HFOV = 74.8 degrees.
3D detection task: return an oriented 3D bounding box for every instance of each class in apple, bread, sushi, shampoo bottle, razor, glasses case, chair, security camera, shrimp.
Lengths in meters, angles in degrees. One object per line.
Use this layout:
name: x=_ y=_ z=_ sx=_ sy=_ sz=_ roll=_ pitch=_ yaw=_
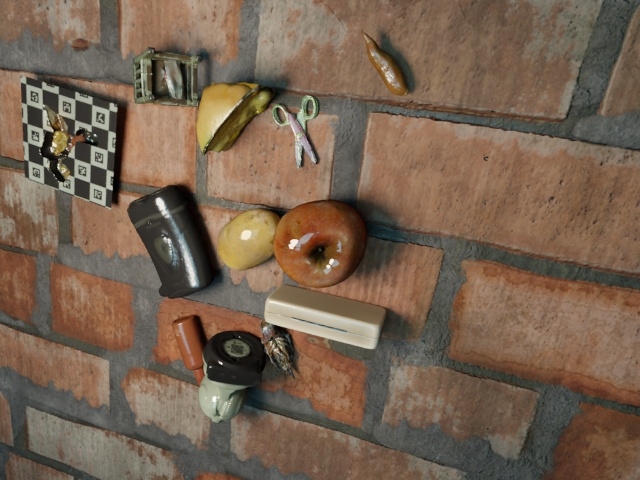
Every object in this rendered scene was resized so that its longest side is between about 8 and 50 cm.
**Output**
apple: x=0.000 y=0.000 z=1.128 sx=0.253 sy=0.253 sz=0.253 roll=4 pitch=105 yaw=16
bread: x=-0.253 y=-0.363 z=1.134 sx=0.251 sy=0.174 sz=0.133 roll=-40 pitch=87 yaw=26
sushi: x=-0.802 y=-0.318 z=1.367 sx=0.359 sy=0.064 sz=0.343 roll=19 pitch=113 yaw=10
shampoo bottle: x=-0.430 y=0.377 z=1.420 sx=0.085 sy=0.085 sz=0.244 roll=-12 pitch=100 yaw=20
razor: x=-0.467 y=0.009 z=1.321 sx=0.204 sy=0.113 sz=0.349 roll=-15 pitch=101 yaw=21
glasses case: x=0.015 y=0.215 z=1.211 sx=0.336 sy=0.144 sz=0.076 roll=12 pitch=106 yaw=15
chair: x=-0.440 y=-0.455 z=1.198 sx=0.270 sy=0.147 sz=0.136 roll=24 pitch=115 yaw=57
security camera: x=-0.298 y=0.448 z=1.344 sx=0.197 sy=0.191 sz=0.277 roll=13 pitch=113 yaw=-16
shrimp: x=-0.127 y=0.347 z=1.328 sx=0.090 sy=0.079 sz=0.233 roll=-29 pitch=99 yaw=-16

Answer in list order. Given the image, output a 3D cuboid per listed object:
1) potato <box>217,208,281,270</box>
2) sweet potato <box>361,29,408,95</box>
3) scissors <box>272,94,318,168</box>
potato: x=-0.213 y=-0.005 z=1.234 sx=0.234 sy=0.146 sz=0.150 roll=-34 pitch=60 yaw=22
sweet potato: x=0.157 y=-0.441 z=1.041 sx=0.056 sy=0.056 sz=0.195 roll=-37 pitch=100 yaw=22
scissors: x=-0.056 y=-0.297 z=1.164 sx=0.133 sy=0.020 sz=0.187 roll=-10 pitch=100 yaw=15
